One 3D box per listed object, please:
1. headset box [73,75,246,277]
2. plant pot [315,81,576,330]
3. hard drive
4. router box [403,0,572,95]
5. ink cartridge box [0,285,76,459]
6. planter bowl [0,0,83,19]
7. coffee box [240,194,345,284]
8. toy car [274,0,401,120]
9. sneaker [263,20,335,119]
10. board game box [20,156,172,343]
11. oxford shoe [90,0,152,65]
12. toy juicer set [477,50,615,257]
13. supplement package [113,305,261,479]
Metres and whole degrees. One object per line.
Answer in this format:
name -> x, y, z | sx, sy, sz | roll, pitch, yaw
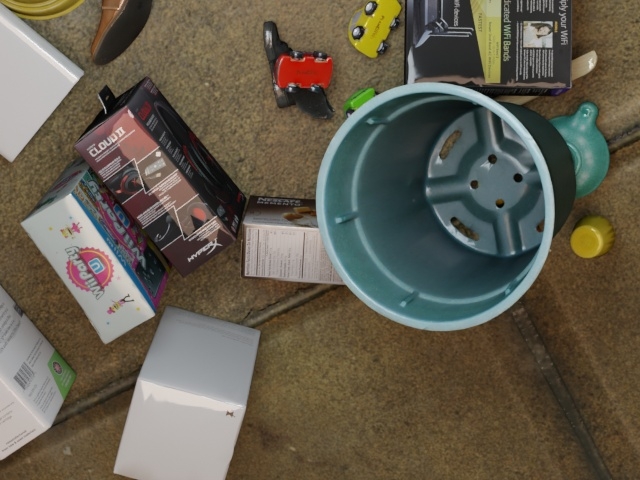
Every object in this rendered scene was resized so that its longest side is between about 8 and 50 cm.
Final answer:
headset box -> -0.251, -0.115, 1.932 | 0.110, 0.218, 0.293 | -35, 104, 12
plant pot -> 0.214, -0.069, 1.828 | 0.341, 0.334, 0.341 | 4, 101, 23
hard drive -> -0.551, -0.291, 1.956 | 0.307, 0.040, 0.203 | 40, 117, -12
router box -> 0.246, -0.371, 1.842 | 0.243, 0.081, 0.308 | 1, 88, 2
ink cartridge box -> -0.551, 0.194, 2.063 | 0.115, 0.198, 0.273 | -34, 105, 14
planter bowl -> -0.447, -0.437, 1.892 | 0.217, 0.090, 0.217 | 0, 110, 1
coffee box -> 0.000, 0.000, 2.007 | 0.247, 0.141, 0.098 | 4, 110, 2
toy car -> 0.045, -0.245, 1.941 | 0.239, 0.053, 0.225 | -35, 125, -17
sneaker -> -0.034, -0.269, 1.960 | 0.089, 0.051, 0.170 | -9, 114, 5
board game box -> -0.331, -0.005, 1.928 | 0.098, 0.303, 0.224 | -29, 107, 11
oxford shoe -> -0.310, -0.372, 1.932 | 0.076, 0.076, 0.212 | 38, 112, 20
toy juicer set -> 0.356, -0.130, 1.988 | 0.209, 0.089, 0.328 | -2, 99, 24
supplement package -> -0.212, 0.256, 2.024 | 0.175, 0.293, 0.177 | 16, 109, -4
